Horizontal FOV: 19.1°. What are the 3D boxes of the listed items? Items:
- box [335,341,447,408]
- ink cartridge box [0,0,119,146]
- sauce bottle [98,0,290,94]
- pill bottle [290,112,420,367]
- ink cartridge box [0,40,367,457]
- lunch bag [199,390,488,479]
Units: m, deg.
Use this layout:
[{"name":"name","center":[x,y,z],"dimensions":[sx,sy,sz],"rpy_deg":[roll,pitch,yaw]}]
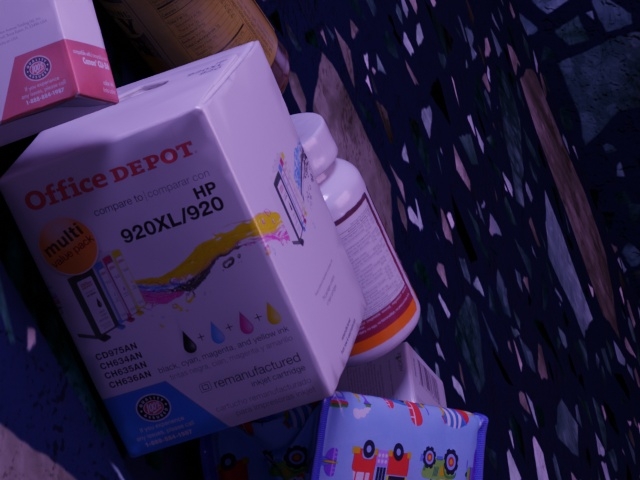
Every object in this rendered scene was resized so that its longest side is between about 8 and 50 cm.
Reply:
[{"name":"box","center":[0.070,0.172,1.865],"dimensions":[0.101,0.087,0.102],"rpy_deg":[49,30,-52]},{"name":"ink cartridge box","center":[-0.220,-0.170,1.269],"dimensions":[0.067,0.115,0.198],"rpy_deg":[3,71,-71]},{"name":"sauce bottle","center":[-0.144,-0.235,1.578],"dimensions":[0.344,0.111,0.111],"rpy_deg":[54,25,-43]},{"name":"pill bottle","center":[0.000,0.000,1.765],"dimensions":[0.121,0.121,0.221],"rpy_deg":[-74,143,-61]},{"name":"ink cartridge box","center":[-0.095,0.003,1.391],"dimensions":[0.168,0.171,0.233],"rpy_deg":[-64,133,-66]},{"name":"lunch bag","center":[0.020,0.276,1.495],"dimensions":[0.221,0.138,0.293],"rpy_deg":[14,72,-50]}]
